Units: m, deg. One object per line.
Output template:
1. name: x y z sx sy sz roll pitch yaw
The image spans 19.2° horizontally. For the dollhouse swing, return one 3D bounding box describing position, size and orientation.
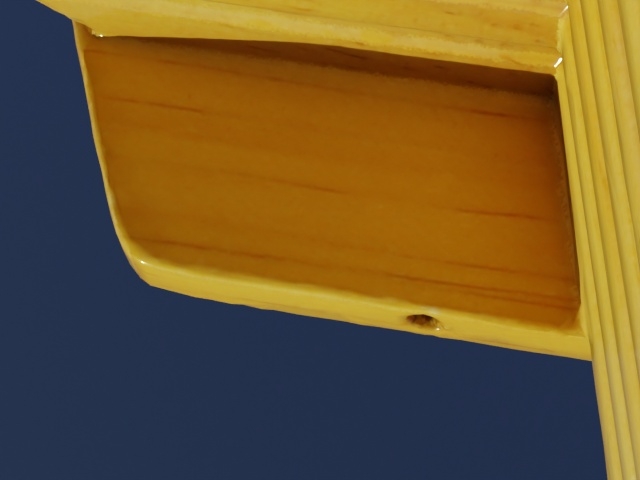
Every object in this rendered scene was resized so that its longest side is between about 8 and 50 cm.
1. dollhouse swing: 0.000 0.000 0.533 0.315 0.347 0.305 9 -110 7
